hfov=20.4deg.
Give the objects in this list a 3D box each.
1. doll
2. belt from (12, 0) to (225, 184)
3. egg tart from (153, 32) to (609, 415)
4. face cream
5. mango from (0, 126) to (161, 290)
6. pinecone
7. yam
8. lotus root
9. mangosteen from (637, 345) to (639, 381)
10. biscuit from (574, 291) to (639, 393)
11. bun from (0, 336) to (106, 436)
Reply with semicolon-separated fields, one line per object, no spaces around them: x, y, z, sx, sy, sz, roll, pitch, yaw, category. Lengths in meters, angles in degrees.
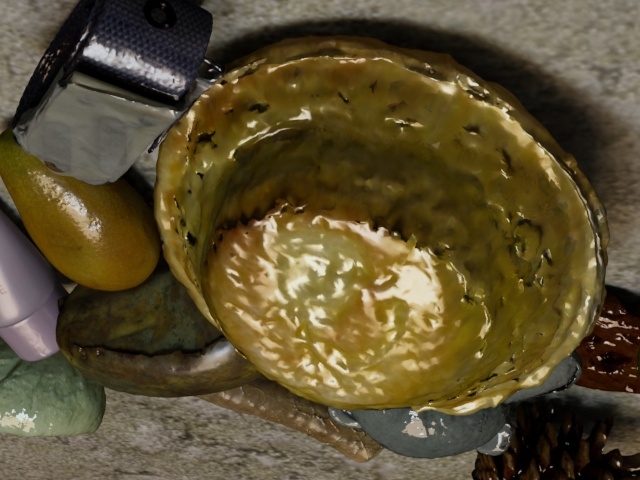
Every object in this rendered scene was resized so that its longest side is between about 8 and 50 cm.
0.151;0.087;1.824;0.245;0.158;0.340;21;123;1;doll
-0.173;-0.134;1.528;0.126;0.140;0.230;25;147;-19;belt
0.041;0.021;1.593;0.443;0.178;0.443;11;133;13;egg tart
-0.372;0.013;1.949;0.154;0.096;0.274;-7;133;38;face cream
-0.244;-0.031;1.798;0.136;0.099;0.227;-1;141;36;mango
0.273;0.278;2.055;0.212;0.169;0.186;8;146;12;pinecone
-0.055;0.196;2.156;0.299;0.066;0.066;24;150;-18;yam
-0.149;0.093;1.908;0.274;0.160;0.152;-6;141;31;lotus root
0.410;0.123;1.681;0.242;0.243;0.243;10;151;5;mangosteen
0.291;0.110;1.874;0.192;0.049;0.192;14;150;8;biscuit
-0.362;0.169;2.168;0.212;0.127;0.204;4;177;27;bun
